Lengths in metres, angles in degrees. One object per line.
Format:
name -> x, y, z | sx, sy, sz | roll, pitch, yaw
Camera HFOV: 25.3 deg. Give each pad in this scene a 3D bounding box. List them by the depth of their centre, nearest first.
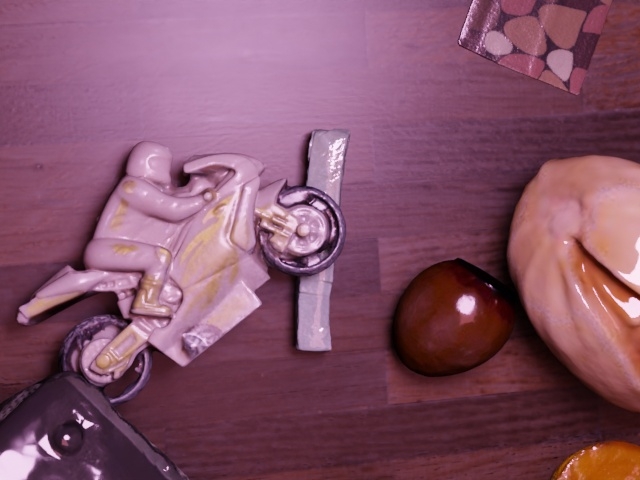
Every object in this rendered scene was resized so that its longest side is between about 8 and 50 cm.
pad -> 0.261, -0.300, 1.609 | 0.158, 0.003, 0.235 | 20, 89, -12

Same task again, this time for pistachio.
pistachio -> 0.332, 0.043, 1.541 | 0.230, 0.230, 0.309 | -45, 103, -7

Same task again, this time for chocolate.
chocolate -> 0.143, 0.092, 1.562 | 0.124, 0.127, 0.133 | 31, 100, 18

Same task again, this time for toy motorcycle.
toy motorcycle -> -0.155, 0.012, 1.483 | 0.340, 0.108, 0.223 | -37, 92, -7

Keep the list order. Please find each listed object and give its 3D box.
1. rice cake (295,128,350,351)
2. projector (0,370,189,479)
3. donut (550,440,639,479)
rice cake -> 0.000, 0.000, 1.548 | 0.045, 0.042, 0.245 | 5, 92, 0
projector -> -0.259, 0.390, 1.346 | 0.395, 0.242, 0.405 | 46, 58, -7
donut -> 0.333, 0.307, 1.624 | 0.178, 0.065, 0.162 | 31, 81, -11
